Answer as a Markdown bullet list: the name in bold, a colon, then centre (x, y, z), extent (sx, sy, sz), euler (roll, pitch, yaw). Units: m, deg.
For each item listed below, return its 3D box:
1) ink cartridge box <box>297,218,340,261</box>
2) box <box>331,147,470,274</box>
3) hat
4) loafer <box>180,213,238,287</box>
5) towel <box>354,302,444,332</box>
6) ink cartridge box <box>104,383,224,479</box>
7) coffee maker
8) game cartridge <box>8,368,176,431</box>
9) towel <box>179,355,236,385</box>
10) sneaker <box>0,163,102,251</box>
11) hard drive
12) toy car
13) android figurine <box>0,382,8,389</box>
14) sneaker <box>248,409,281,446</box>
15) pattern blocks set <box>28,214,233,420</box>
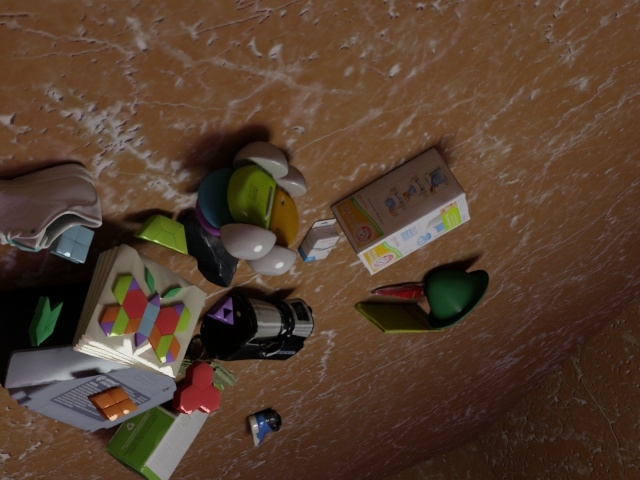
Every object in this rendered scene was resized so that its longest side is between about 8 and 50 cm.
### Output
- **ink cartridge box**: centre (0.000, 0.000, 1.466), extent (0.048, 0.028, 0.083), euler (-11, 149, -33)
- **box**: centre (0.137, -0.046, 1.432), extent (0.203, 0.103, 0.114), euler (-30, 155, 2)
- **hat**: centre (0.251, 0.080, 1.882), extent (0.173, 0.183, 0.208), euler (-36, -163, 30)
- **loafer**: centre (-0.167, 0.005, 1.288), extent (0.061, 0.062, 0.170), euler (-62, 158, -24)
- **towel**: centre (0.181, 0.173, 1.901), extent (0.237, 0.102, 0.021), euler (6, 115, -50)
- **ink cartridge box**: centre (-0.319, 0.374, 1.785), extent (0.255, 0.097, 0.189), euler (-57, 164, -22)
- **coffee maker**: centre (-0.127, 0.165, 1.575), extent (0.171, 0.120, 0.178), euler (-15, 164, 35)
- **game cartridge**: centre (-0.352, 0.235, 1.392), extent (0.196, 0.060, 0.294), euler (-21, 156, 2)
- **towel**: centre (-0.229, 0.251, 1.647), extent (0.110, 0.027, 0.148), euler (7, 159, 16)
- **sneaker**: centre (-0.360, -0.020, 0.982), extent (0.212, 0.094, 0.080), euler (-20, 155, -18)
- **hard drive**: centre (-0.346, 0.123, 1.191), extent (0.254, 0.172, 0.054), euler (-5, 123, -42)
- **toy car**: centre (-0.104, -0.043, 1.177), extent (0.136, 0.159, 0.182), euler (3, 164, 20)
- **android figurine**: centre (-0.377, 0.176, 1.381), extent (0.272, 0.056, 0.248), euler (-25, 155, -4)
- **sneaker**: centre (-0.140, 0.487, 2.202), extent (0.084, 0.058, 0.152), euler (-14, 146, -10)
- **pattern blocks set**: centre (-0.243, 0.105, 1.165), extent (0.026, 0.286, 0.324), euler (0, 169, 42)
